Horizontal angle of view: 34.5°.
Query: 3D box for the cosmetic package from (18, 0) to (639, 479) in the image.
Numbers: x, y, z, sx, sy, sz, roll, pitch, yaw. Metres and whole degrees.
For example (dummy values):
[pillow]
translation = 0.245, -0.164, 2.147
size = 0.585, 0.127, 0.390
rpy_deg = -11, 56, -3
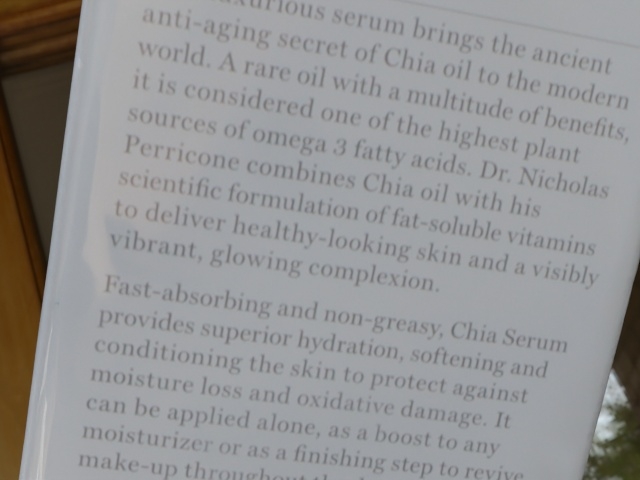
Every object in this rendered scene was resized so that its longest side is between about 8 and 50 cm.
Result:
[cosmetic package]
translation = 0.000, 0.000, 0.459
size = 0.230, 0.161, 0.453
rpy_deg = 9, -78, -11
